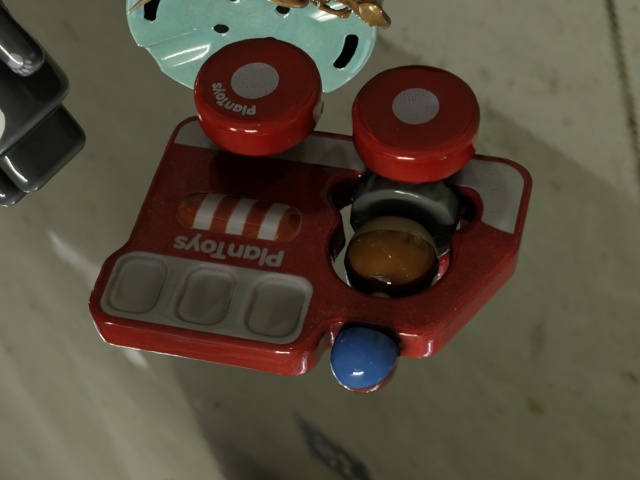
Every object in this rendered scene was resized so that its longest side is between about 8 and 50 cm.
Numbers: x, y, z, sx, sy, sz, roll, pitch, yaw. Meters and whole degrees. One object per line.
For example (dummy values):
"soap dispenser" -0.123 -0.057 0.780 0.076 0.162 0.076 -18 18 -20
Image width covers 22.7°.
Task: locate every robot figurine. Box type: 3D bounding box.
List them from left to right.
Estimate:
"robot figurine" -0.369 -0.172 1.638 0.278 0.209 0.173 50 -165 -12

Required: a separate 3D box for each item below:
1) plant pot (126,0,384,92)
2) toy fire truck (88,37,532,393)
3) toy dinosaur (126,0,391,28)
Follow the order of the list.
"plant pot" -0.056 -0.346 1.662 0.341 0.334 0.341 4 146 3
"toy fire truck" 0.000 0.000 1.224 0.302 0.254 0.169 11 145 11
"toy dinosaur" -0.041 -0.216 1.314 0.211 0.112 0.064 7 111 15
